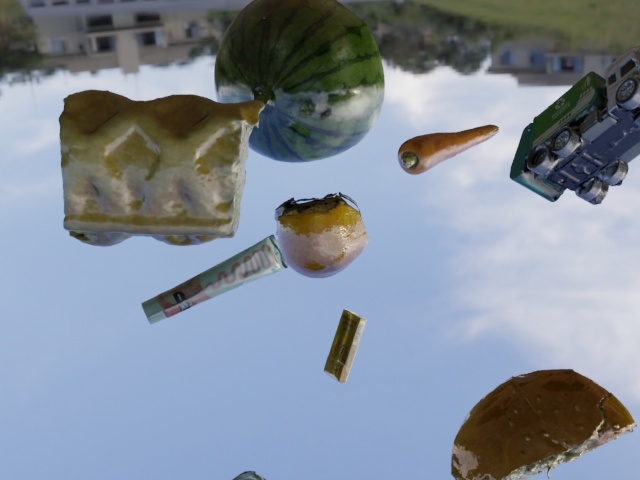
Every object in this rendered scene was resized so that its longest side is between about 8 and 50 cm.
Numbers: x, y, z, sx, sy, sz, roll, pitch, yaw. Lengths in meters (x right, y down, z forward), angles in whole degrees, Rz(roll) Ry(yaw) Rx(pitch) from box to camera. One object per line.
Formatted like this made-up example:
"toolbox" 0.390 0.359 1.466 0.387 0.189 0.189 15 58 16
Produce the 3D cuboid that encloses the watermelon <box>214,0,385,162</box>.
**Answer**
"watermelon" -0.051 -0.290 1.925 0.330 0.331 0.189 0 -159 10

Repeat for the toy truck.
"toy truck" 0.356 -0.141 1.360 0.114 0.253 0.124 25 -135 -24

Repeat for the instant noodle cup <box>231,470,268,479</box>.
"instant noodle cup" -0.062 0.545 1.699 0.294 0.308 0.294 -30 -144 25

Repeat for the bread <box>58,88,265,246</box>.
"bread" -0.211 -0.093 1.388 0.252 0.239 0.196 7 -156 -5

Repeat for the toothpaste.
"toothpaste" -0.147 0.058 1.456 0.205 0.056 0.036 -25 -155 -5

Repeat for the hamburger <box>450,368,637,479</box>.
"hamburger" 0.315 0.278 1.581 0.283 0.157 0.144 -25 170 7

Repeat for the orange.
"orange" 0.000 0.000 1.622 0.170 0.160 0.112 24 -134 -30

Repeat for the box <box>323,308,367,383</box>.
"box" 0.055 0.240 2.404 0.022 0.156 0.089 18 -176 -26

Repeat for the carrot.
"carrot" 0.215 -0.164 1.777 0.061 0.061 0.256 15 -152 41
